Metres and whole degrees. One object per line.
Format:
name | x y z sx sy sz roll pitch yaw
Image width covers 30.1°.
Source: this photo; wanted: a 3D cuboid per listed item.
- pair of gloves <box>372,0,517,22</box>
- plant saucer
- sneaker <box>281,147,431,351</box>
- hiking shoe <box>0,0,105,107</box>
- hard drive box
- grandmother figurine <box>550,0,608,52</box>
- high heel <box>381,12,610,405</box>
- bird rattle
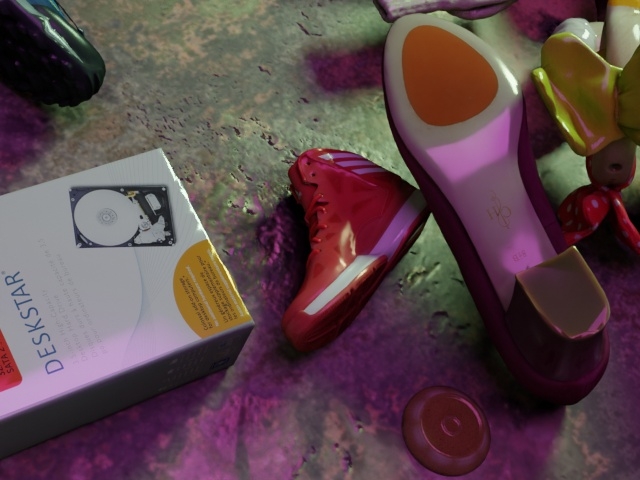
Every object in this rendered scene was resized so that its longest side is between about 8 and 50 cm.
pair of gloves | 0.121 -0.334 1.239 0.204 0.042 0.240 -7 64 -21
plant saucer | 0.113 0.163 1.040 0.084 0.015 0.083 8 60 -14
sneaker | 0.000 0.000 1.067 0.128 0.087 0.221 34 45 12
hiking shoe | -0.288 -0.253 1.080 0.304 0.113 0.132 44 59 9
hard drive box | -0.200 0.049 0.957 0.232 0.089 0.181 -21 70 -27
grandmother figurine | 0.371 -0.238 1.297 0.342 0.104 0.207 -27 79 -29
high heel | 0.146 -0.027 1.089 0.127 0.181 0.377 -17 62 -5
bird rattle | 0.284 -0.111 1.118 0.143 0.253 0.206 2 58 18
